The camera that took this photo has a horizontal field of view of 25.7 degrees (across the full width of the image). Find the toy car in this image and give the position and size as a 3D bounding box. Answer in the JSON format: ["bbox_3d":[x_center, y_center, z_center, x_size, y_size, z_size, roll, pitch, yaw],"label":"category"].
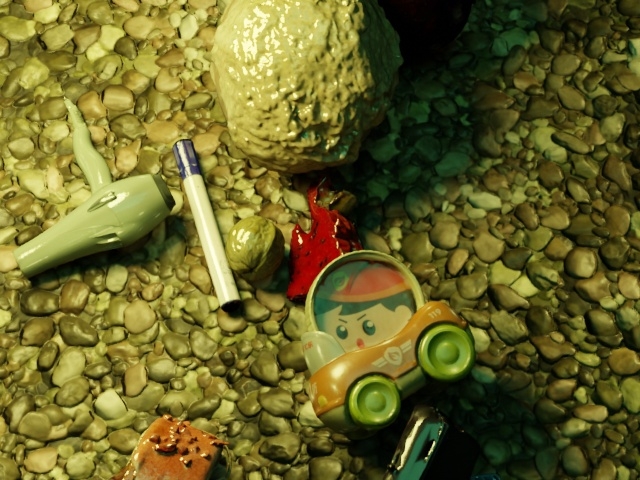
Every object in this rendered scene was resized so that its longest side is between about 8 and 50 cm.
[{"bbox_3d":[0.064,0.124,1.796,0.235,0.145,0.235,2,75,-8],"label":"toy car"}]

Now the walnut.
[{"bbox_3d":[-0.089,0.010,1.911,0.092,0.092,0.092,1,63,-1],"label":"walnut"}]

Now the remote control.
[{"bbox_3d":[0.085,0.392,1.666,0.062,0.144,0.398,8,67,44],"label":"remote control"}]

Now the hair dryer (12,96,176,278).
[{"bbox_3d":[-0.358,-0.058,1.959,0.229,0.092,0.267,-42,57,-14],"label":"hair dryer"}]

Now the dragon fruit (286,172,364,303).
[{"bbox_3d":[0.017,0.004,1.940,0.092,0.122,0.192,17,51,-38],"label":"dragon fruit"}]

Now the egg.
[{"bbox_3d":[-0.024,-0.244,1.947,0.279,0.279,0.310,-2,78,-3],"label":"egg"}]

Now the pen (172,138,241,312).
[{"bbox_3d":[-0.158,-0.023,1.954,0.033,0.033,0.269,-15,65,-9],"label":"pen"}]

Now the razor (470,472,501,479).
[{"bbox_3d":[0.107,0.332,1.774,0.253,0.042,0.081,-11,82,-9],"label":"razor"}]

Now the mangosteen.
[{"bbox_3d":[0.113,-0.367,2.061,0.231,0.194,0.194,-5,61,22],"label":"mangosteen"}]

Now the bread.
[{"bbox_3d":[-0.198,0.316,1.681,0.142,0.212,0.224,21,65,4],"label":"bread"}]
